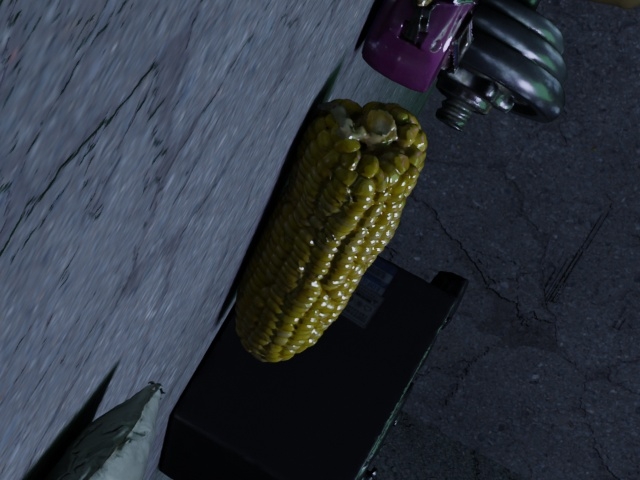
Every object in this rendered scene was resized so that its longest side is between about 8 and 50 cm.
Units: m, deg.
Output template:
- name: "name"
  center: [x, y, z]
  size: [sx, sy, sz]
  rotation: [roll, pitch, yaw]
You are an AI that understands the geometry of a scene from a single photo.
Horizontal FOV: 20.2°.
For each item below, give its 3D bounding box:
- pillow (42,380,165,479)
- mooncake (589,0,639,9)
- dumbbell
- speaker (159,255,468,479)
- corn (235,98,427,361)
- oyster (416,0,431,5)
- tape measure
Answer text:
- name: "pillow"
  center: [-0.140, 0.166, 0.922]
  size: [0.128, 0.051, 0.229]
  rotation: [-60, 180, 26]
- name: "mooncake"
  center: [0.261, -0.366, 1.424]
  size: [0.378, 0.201, 0.378]
  rotation: [-61, 178, -3]
- name: "dumbbell"
  center: [0.219, -0.286, 1.694]
  size: [0.406, 0.179, 0.179]
  rotation: [-60, 177, -1]
- name: "speaker"
  center: [-0.008, 0.130, 1.651]
  size: [0.254, 0.184, 0.232]
  rotation: [-59, 176, -21]
- name: "corn"
  center: [0.000, 0.000, 1.392]
  size: [0.101, 0.101, 0.291]
  rotation: [-59, 177, -44]
- name: "oyster"
  center: [0.080, -0.237, 1.139]
  size: [0.121, 0.045, 0.146]
  rotation: [96, 18, -45]
- name: "tape measure"
  center: [0.085, -0.176, 1.373]
  size: [0.118, 0.074, 0.125]
  rotation: [-60, 175, -14]
